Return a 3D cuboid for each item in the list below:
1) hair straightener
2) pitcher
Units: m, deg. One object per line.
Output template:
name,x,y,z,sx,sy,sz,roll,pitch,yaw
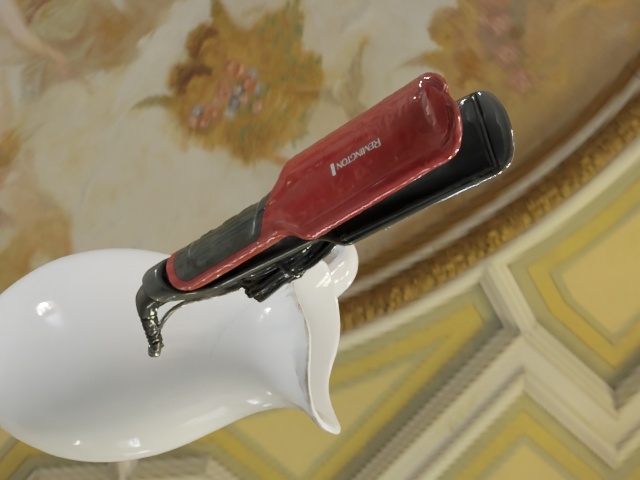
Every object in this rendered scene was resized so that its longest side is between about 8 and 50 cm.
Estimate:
hair straightener,0.000,0.000,0.668,0.230,0.089,0.047,-36,-117,33
pitcher,-0.084,0.052,0.861,0.207,0.177,0.125,-6,-63,16
